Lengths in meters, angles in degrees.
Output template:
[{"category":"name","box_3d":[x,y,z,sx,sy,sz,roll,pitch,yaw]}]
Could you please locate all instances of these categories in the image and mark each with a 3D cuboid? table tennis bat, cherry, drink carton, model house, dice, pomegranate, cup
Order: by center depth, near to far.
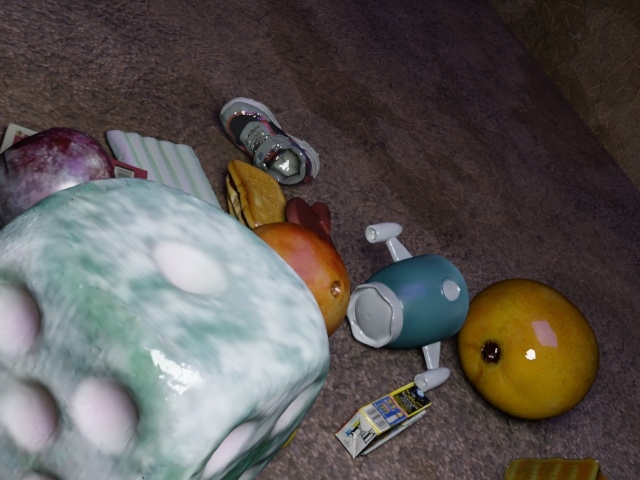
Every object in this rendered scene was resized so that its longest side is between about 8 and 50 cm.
[{"category":"dice","box_3d":[-0.216,0.155,1.193,0.330,0.348,0.328,40,25,16]},{"category":"cherry","box_3d":[-0.376,-0.059,1.491,0.195,0.195,0.195,28,31,-18]},{"category":"model house","box_3d":[0.369,0.442,1.605,0.239,0.173,0.268,40,27,2]},{"category":"pomegranate","box_3d":[-0.057,0.071,1.627,0.209,0.209,0.209,28,31,-18]},{"category":"drink carton","box_3d":[0.101,0.277,1.645,0.056,0.071,0.166,52,33,17]},{"category":"cup","box_3d":[0.140,0.113,1.834,0.173,0.167,0.299,-12,81,-45]},{"category":"table tennis bat","box_3d":[0.000,0.000,1.891,0.200,0.038,0.310,59,10,-18]}]

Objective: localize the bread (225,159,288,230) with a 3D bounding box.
[{"category":"bread","box_3d":[-0.108,-0.050,1.869,0.116,0.077,0.200,17,34,-34]}]

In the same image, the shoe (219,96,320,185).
[{"category":"shoe","box_3d":[-0.102,-0.170,2.021,0.228,0.099,0.125,36,26,-13]}]

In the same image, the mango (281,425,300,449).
[{"category":"mango","box_3d":[-0.103,0.247,1.460,0.161,0.076,0.103,2,50,-42]}]

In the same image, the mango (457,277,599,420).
[{"category":"mango","box_3d":[0.386,0.188,1.948,0.264,0.221,0.378,41,19,15]}]

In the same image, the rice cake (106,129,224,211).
[{"category":"rice cake","box_3d":[-0.263,-0.103,1.813,0.189,0.037,0.198,14,38,-35]}]

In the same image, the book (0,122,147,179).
[{"category":"book","box_3d":[-0.385,-0.094,1.648,0.232,0.022,0.162,18,36,-17]}]
